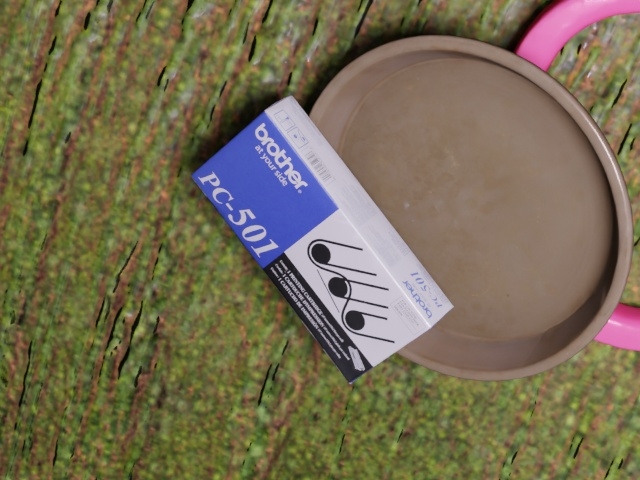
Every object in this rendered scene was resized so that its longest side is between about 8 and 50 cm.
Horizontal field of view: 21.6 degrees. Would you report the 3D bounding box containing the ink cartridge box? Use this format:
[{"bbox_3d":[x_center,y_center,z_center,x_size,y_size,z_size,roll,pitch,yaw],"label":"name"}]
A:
[{"bbox_3d":[0.000,0.000,1.296,0.097,0.046,0.207,-38,89,36],"label":"ink cartridge box"}]

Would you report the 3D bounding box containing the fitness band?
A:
[{"bbox_3d":[0.243,-0.055,1.261,0.209,0.054,0.291,-4,108,14],"label":"fitness band"}]

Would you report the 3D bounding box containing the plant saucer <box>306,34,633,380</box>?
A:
[{"bbox_3d":[0.109,-0.025,1.272,0.278,0.041,0.278,13,118,25],"label":"plant saucer"}]
